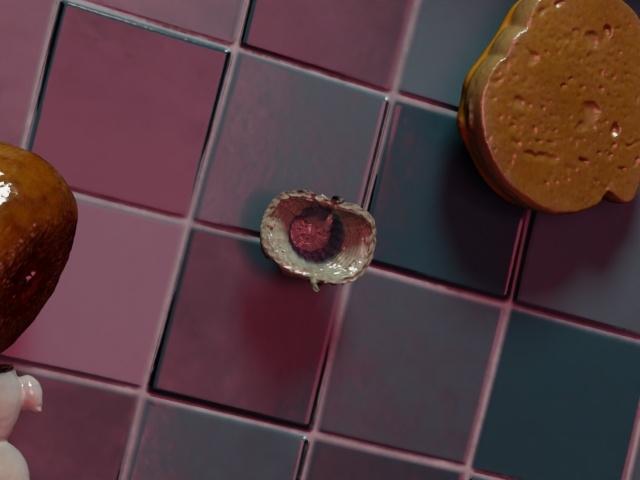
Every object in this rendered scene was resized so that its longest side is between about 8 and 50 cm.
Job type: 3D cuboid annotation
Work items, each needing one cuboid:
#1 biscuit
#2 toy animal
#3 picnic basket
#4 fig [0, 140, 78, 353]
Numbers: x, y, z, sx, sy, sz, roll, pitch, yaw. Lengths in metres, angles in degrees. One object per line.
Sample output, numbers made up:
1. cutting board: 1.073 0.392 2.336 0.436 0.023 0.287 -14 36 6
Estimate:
1. biscuit: 0.178 -0.097 1.260 0.170 0.050 0.170 -2 95 -26
2. toy animal: -0.217 0.143 1.125 0.085 0.071 0.124 -6 86 -33
3. picnic basket: 0.000 0.000 1.186 0.083 0.083 0.065 18 91 -15
4. fig: -0.263 -0.014 1.093 0.201 0.133 0.146 29 53 4
